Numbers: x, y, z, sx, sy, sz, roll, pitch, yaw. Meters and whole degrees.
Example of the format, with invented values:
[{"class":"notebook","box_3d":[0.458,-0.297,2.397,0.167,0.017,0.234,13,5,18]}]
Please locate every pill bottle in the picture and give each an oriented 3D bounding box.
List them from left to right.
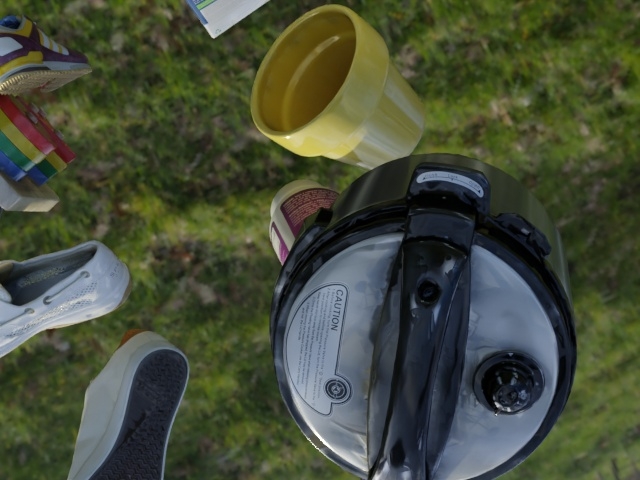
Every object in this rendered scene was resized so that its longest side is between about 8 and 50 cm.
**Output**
[{"class":"pill bottle","box_3d":[0.000,0.000,1.954,0.169,0.169,0.301,-24,-150,-4]}]

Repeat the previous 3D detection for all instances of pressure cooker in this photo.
[{"class":"pressure cooker","box_3d":[0.134,0.096,1.309,0.376,0.370,0.420,-33,-170,18]}]

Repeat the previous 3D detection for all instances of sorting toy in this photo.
[{"class":"sorting toy","box_3d":[-0.403,-0.160,1.269,0.089,0.255,0.257,-41,-176,-2]}]

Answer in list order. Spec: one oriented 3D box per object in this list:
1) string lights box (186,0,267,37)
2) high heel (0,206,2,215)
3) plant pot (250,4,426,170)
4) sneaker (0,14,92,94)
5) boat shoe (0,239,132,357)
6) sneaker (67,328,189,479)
[{"class":"string lights box","box_3d":[-0.135,-0.362,1.245,0.133,0.076,0.259,-34,155,2]},{"class":"high heel","box_3d":[-0.655,-0.024,1.749,0.261,0.186,0.093,5,159,14]},{"class":"plant pot","box_3d":[0.048,-0.240,1.836,0.254,0.254,0.239,-31,138,29]},{"class":"sneaker","box_3d":[-0.318,-0.213,1.180,0.070,0.083,0.185,-25,-176,11]},{"class":"boat shoe","box_3d":[-0.366,0.065,1.237,0.277,0.098,0.096,-23,138,0]},{"class":"sneaker","box_3d":[-0.246,0.245,1.283,0.106,0.290,0.123,22,-176,-34]}]
